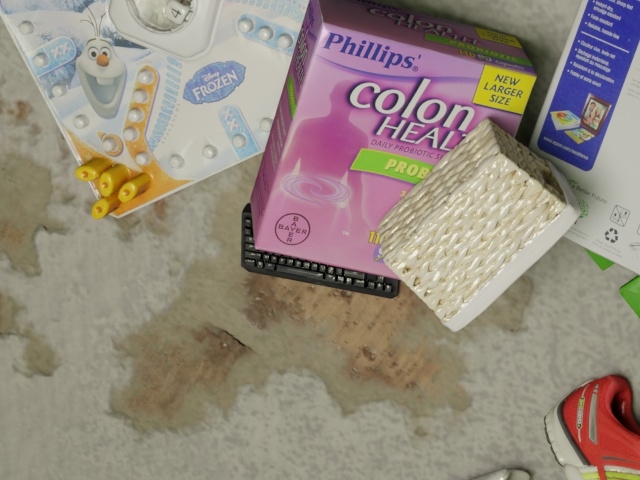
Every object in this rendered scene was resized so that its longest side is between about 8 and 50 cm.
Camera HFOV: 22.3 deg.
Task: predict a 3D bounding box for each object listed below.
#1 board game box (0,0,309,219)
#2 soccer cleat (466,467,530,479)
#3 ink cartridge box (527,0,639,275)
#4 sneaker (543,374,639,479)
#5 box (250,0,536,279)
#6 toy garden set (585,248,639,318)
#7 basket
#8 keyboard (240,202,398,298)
[{"bbox_3d":[-0.168,-0.255,1.701,0.390,0.050,0.390,-23,99,26],"label":"board game box"},{"bbox_3d":[0.221,0.391,1.684,0.143,0.116,0.331,-41,62,29],"label":"soccer cleat"},{"bbox_3d":[0.305,-0.148,1.524,0.165,0.065,0.332,30,114,29],"label":"ink cartridge box"},{"bbox_3d":[0.319,0.246,1.605,0.118,0.107,0.279,-40,51,17],"label":"sneaker"},{"bbox_3d":[0.065,-0.097,1.590,0.214,0.117,0.243,13,114,-11],"label":"box"},{"bbox_3d":[0.409,0.031,1.592,0.204,0.049,0.244,-38,92,29],"label":"toy garden set"},{"bbox_3d":[0.143,-0.019,1.510,0.103,0.113,0.167,41,106,-18],"label":"basket"},{"bbox_3d":[0.000,0.000,1.744,0.180,0.023,0.108,10,111,16],"label":"keyboard"}]
